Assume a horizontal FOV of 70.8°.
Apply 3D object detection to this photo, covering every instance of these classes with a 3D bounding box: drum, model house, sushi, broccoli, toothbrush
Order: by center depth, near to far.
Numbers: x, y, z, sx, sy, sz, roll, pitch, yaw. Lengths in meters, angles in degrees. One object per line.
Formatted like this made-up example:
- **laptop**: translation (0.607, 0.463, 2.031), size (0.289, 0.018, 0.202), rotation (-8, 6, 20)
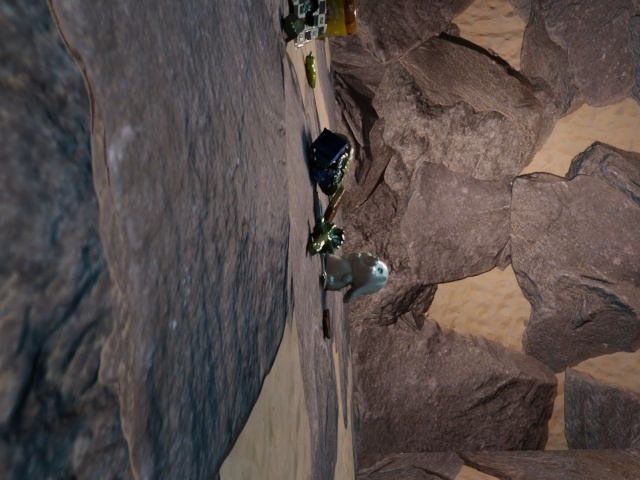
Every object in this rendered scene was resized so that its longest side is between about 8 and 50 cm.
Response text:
- **model house**: translation (-0.081, -0.599, 1.260), size (0.058, 0.057, 0.083), rotation (54, 42, -26)
- **sushi**: translation (-0.048, -0.761, 1.469), size (0.193, 0.040, 0.210), rotation (-46, 148, -37)
- **broccoli**: translation (0.003, 0.002, 1.510), size (0.123, 0.118, 0.204), rotation (-64, 169, 23)
- **drum**: translation (0.018, -0.966, 1.648), size (0.431, 0.214, 0.432), rotation (-3, 90, -84)
- **toothbrush**: translation (0.000, 0.000, 1.730), size (0.037, 0.028, 0.376), rotation (-11, 98, -77)

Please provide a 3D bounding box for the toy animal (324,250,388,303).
- **toy animal**: translation (0.137, 0.156, 1.929), size (0.174, 0.289, 0.249), rotation (83, 27, -46)

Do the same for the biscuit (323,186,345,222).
- **biscuit**: translation (0.038, -0.111, 1.829), size (0.182, 0.034, 0.215), rotation (-58, 173, -37)

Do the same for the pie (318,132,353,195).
- **pie**: translation (0.056, -0.311, 1.816), size (0.201, 0.089, 0.248), rotation (52, -49, 43)

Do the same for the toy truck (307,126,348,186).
- **toy truck**: translation (0.021, -0.296, 1.656), size (0.126, 0.113, 0.208), rotation (-39, 154, -34)

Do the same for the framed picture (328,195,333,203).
- **framed picture**: translation (0.049, -0.303, 2.478), size (0.184, 0.016, 0.250), rotation (-85, 169, -55)

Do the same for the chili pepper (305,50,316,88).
- **chili pepper**: translation (-0.037, -0.655, 1.781), size (0.049, 0.043, 0.208), rotation (61, -8, 20)

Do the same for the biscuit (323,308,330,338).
- **biscuit**: translation (0.025, 0.326, 1.794), size (0.130, 0.019, 0.120), rotation (-86, 170, -50)

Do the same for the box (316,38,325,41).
- **box**: translation (-0.003, -0.941, 1.965), size (0.177, 0.111, 0.112), rotation (-6, 92, -84)
